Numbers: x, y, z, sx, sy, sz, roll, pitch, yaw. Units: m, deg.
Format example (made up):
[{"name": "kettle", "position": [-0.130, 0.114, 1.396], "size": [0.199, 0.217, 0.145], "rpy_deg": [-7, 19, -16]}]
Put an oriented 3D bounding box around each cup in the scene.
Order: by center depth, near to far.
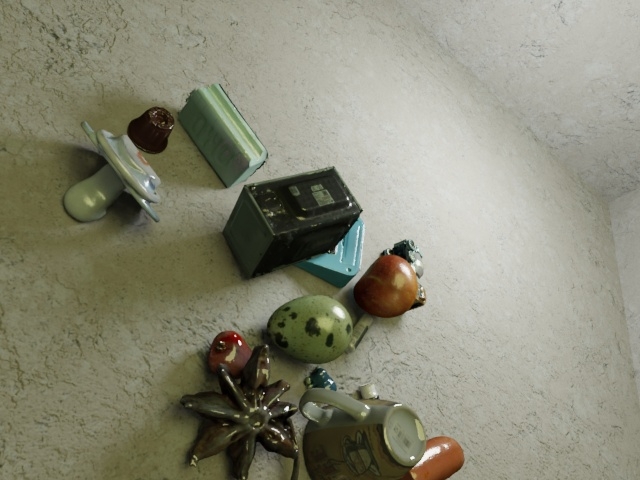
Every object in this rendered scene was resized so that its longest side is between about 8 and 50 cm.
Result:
[{"name": "cup", "position": [0.093, 0.455, 1.318], "size": [0.301, 0.257, 0.227], "rpy_deg": [45, 42, -8]}]

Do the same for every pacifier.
[{"name": "pacifier", "position": [-0.490, -0.131, 1.246], "size": [0.207, 0.227, 0.279], "rpy_deg": [-37, 92, -7]}]

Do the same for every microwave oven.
[{"name": "microwave oven", "position": [-0.071, -0.044, 1.457], "size": [0.295, 0.237, 0.181], "rpy_deg": [-17, 66, -36]}]

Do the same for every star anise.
[{"name": "star anise", "position": [-0.170, 0.405, 1.215], "size": [0.316, 0.139, 0.359], "rpy_deg": [19, 80, -20]}]

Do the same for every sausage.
[{"name": "sausage", "position": [0.299, 0.612, 1.508], "size": [0.259, 0.113, 0.113], "rpy_deg": [-7, 70, -43]}]

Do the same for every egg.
[{"name": "egg", "position": [-0.027, 0.225, 1.407], "size": [0.228, 0.177, 0.177], "rpy_deg": [11, 58, -25]}]

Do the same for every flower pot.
[{"name": "flower pot", "position": [-0.432, -0.295, 1.427], "size": [0.111, 0.089, 0.111], "rpy_deg": [21, 53, -31]}]

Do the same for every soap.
[{"name": "soap", "position": [-0.273, -0.290, 1.519], "size": [0.261, 0.150, 0.094], "rpy_deg": [53, 40, -1]}]

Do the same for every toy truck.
[{"name": "toy truck", "position": [0.289, 0.109, 1.806], "size": [0.140, 0.108, 0.256], "rpy_deg": [36, 42, -38]}]

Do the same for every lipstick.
[{"name": "lipstick", "position": [0.109, 0.269, 1.595], "size": [0.040, 0.040, 0.141], "rpy_deg": [48, 43, -7]}]

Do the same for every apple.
[{"name": "apple", "position": [0.199, 0.143, 1.626], "size": [0.162, 0.201, 0.201], "rpy_deg": [41, 44, 2]}]

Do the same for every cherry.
[{"name": "cherry", "position": [-0.212, 0.273, 1.281], "size": [0.126, 0.087, 0.106], "rpy_deg": [62, 39, -21]}]

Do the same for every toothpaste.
[{"name": "toothpaste", "position": [0.156, 0.489, 1.507], "size": [0.071, 0.045, 0.193], "rpy_deg": [-5, 75, -42]}]

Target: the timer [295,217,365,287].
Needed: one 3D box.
[{"name": "timer", "position": [0.000, 0.000, 1.659], "size": [0.250, 0.091, 0.232], "rpy_deg": [22, 52, -15]}]

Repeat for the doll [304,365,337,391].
[{"name": "doll", "position": [0.004, 0.376, 1.435], "size": [0.076, 0.050, 0.083], "rpy_deg": [-34, 91, -42]}]
